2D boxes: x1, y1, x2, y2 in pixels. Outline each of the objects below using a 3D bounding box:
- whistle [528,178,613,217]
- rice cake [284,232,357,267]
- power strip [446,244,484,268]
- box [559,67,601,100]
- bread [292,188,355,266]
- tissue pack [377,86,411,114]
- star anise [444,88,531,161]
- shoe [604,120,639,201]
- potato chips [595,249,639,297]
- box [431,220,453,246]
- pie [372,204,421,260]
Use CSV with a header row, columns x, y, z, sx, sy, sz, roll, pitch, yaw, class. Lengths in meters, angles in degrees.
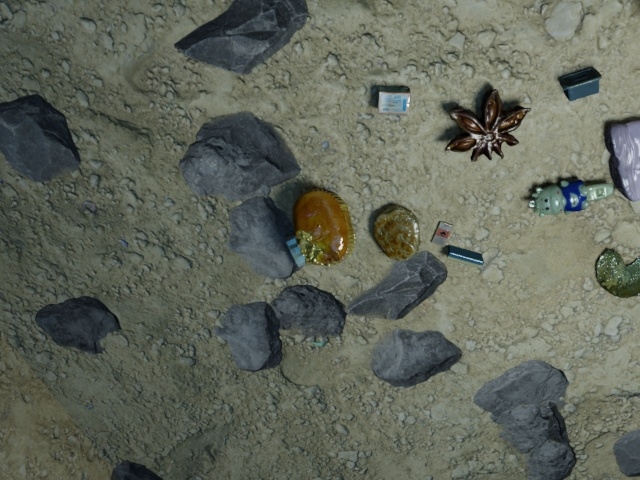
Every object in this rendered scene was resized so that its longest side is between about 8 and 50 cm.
x,y,z,sx,sy,sz,roll,pitch,yaw,class
0.761,-0.132,1.661,0.245,0.092,0.110,-9,106,13,whistle
0.000,0.000,1.854,0.237,0.043,0.127,-19,114,14,rice cake
0.478,0.054,1.816,0.123,0.056,0.032,16,119,-1,power strip
0.726,-0.433,1.522,0.100,0.074,0.054,-15,129,15,box
0.007,-0.040,1.743,0.179,0.133,0.249,-12,93,12,bread
0.217,-0.410,1.602,0.095,0.058,0.074,5,121,5,tissue pack
0.475,-0.335,1.594,0.220,0.099,0.214,15,105,4,star anise
0.923,-0.236,1.586,0.138,0.095,0.244,-16,108,18,shoe
1.011,0.102,1.791,0.220,0.029,0.201,18,121,-4,potato chips
0.404,-0.022,1.810,0.046,0.012,0.083,18,120,-1,box
0.251,-0.026,1.793,0.163,0.079,0.193,11,120,13,pie
